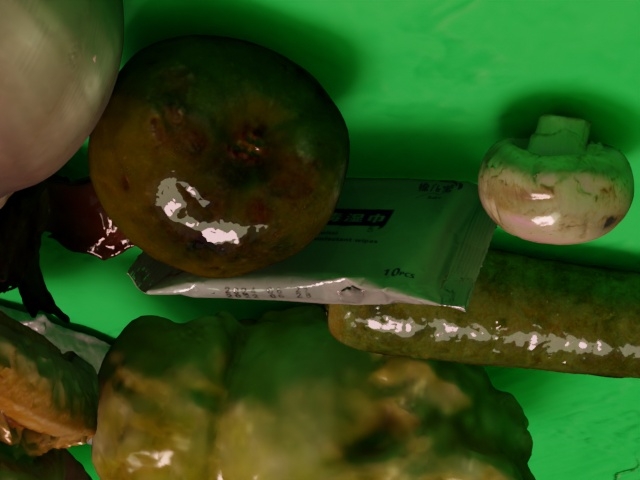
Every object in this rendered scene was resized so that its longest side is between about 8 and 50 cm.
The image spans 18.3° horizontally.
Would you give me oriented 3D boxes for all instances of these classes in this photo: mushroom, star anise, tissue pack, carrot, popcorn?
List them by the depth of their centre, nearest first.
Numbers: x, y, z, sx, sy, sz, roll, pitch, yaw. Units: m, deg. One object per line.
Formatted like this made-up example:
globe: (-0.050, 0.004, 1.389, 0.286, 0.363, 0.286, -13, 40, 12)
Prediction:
mushroom: (0.124, -0.033, 1.047, 0.084, 0.067, 0.083, 6, -172, -1)
tissue pack: (0.000, 0.000, 1.102, 0.193, 0.122, 0.026, 2, 123, 18)
carrot: (0.180, 0.047, 1.174, 0.359, 0.074, 0.074, 6, 152, 4)
star anise: (-0.181, 0.012, 1.184, 0.140, 0.158, 0.144, -9, 127, -40)
popcorn: (-0.002, 0.145, 1.311, 0.286, 0.173, 0.225, 8, 157, 3)

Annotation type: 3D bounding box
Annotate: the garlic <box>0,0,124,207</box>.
garlic: (-0.250, -0.128, 0.934, 0.340, 0.246, 0.231, 40, 99, -20)

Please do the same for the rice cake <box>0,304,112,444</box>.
rice cake: (-0.217, 0.090, 1.416, 0.237, 0.043, 0.127, 21, 151, -18)

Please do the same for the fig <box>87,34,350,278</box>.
fig: (-0.065, -0.029, 1.064, 0.133, 0.126, 0.185, 5, 152, -19)

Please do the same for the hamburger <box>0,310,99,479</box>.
hamburger: (-0.273, 0.072, 1.178, 0.319, 0.158, 0.318, 28, 179, 1)

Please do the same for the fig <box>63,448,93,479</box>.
fig: (-0.333, 0.199, 1.443, 0.286, 0.286, 0.368, -7, 140, 30)
